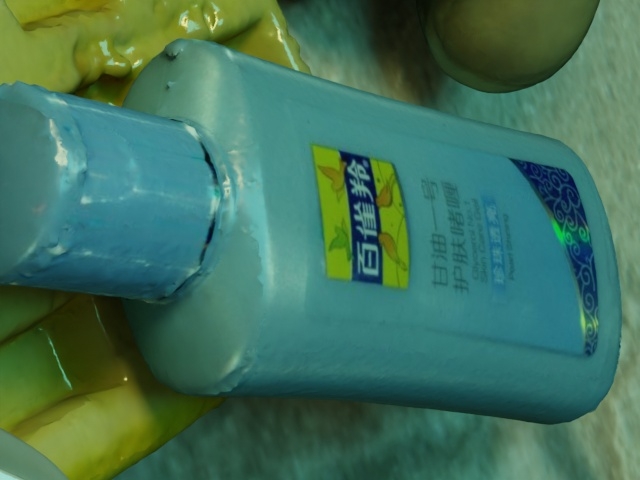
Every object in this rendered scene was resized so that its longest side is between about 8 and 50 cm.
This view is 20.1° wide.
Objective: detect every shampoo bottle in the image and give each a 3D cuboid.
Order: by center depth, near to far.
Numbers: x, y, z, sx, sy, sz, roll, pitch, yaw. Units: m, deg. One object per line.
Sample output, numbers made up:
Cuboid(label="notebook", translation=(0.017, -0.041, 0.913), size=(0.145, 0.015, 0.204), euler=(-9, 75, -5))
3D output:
Cuboid(label="shampoo bottle", translation=(0.000, 0.000, 0.542), size=(0.258, 0.061, 0.103), euler=(10, 69, -49))

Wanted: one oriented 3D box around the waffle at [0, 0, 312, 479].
Cuboid(label="waffle", translation=(-0.089, -0.050, 0.548), size=(0.221, 0.055, 0.248), euler=(-31, 100, -53))

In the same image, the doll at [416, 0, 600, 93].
Cuboid(label="doll", translation=(0.074, -0.235, 0.730), size=(0.235, 0.174, 0.330), euler=(21, 58, -29))

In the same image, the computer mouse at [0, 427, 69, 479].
Cuboid(label="computer mouse", translation=(-0.146, 0.064, 0.416), size=(0.199, 0.045, 0.102), euler=(27, 73, -26))
